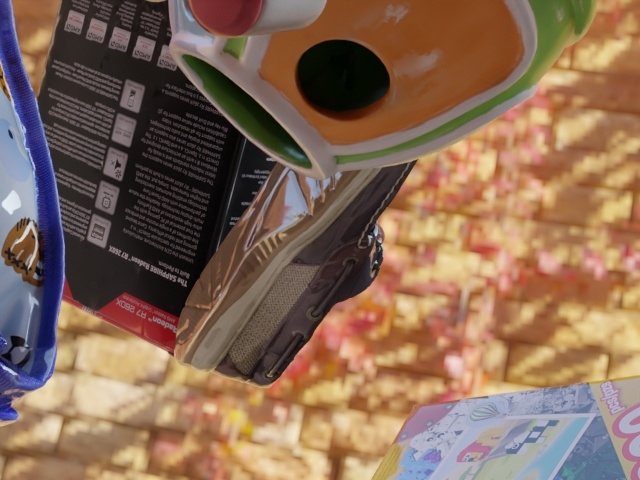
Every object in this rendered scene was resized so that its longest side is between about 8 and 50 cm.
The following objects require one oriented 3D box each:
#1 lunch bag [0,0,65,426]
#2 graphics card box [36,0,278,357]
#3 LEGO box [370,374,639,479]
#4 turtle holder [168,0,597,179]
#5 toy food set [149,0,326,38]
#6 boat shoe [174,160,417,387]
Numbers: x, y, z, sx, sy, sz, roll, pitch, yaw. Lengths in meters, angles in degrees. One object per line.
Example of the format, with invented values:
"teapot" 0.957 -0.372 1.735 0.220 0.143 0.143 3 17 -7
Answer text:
"lunch bag" -0.355 -0.006 1.263 0.328 0.385 0.239 -27 -26 21
"graphics card box" -0.116 -0.116 1.511 0.233 0.371 0.094 22 14 37
"LEGO box" 0.167 0.343 1.531 0.372 0.500 0.193 -12 -60 37
"turtle holder" 0.009 -0.171 1.155 0.320 0.227 0.243 35 -10 40
"toy food set" -0.018 -0.163 0.769 0.232 0.111 0.104 -43 -16 34
"boat shoe" 0.000 0.000 1.341 0.092 0.103 0.285 25 -58 -23
